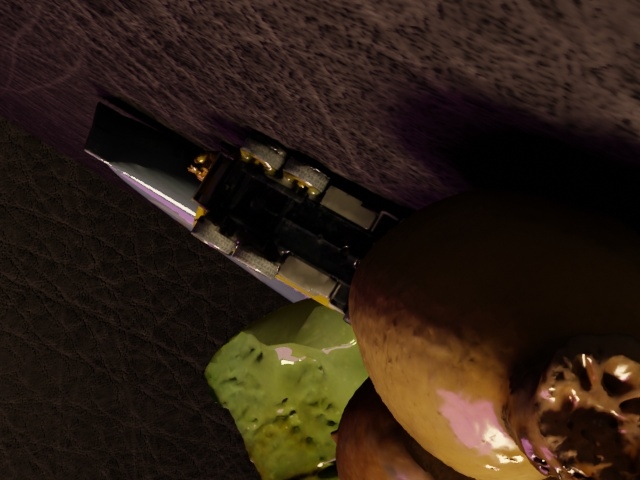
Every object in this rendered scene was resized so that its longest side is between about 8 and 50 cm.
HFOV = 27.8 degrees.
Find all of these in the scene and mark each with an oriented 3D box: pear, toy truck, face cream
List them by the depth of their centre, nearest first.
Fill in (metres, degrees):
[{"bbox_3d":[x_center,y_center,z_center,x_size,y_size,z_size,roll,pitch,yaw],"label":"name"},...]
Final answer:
[{"bbox_3d":[0.000,0.000,1.020,0.227,0.098,0.114,29,175,19],"label":"toy truck"},{"bbox_3d":[0.114,0.171,1.132,0.238,0.318,0.342,-1,-122,-57],"label":"pear"},{"bbox_3d":[-0.074,-0.015,1.340,0.385,0.086,0.135,33,-161,-17],"label":"face cream"}]

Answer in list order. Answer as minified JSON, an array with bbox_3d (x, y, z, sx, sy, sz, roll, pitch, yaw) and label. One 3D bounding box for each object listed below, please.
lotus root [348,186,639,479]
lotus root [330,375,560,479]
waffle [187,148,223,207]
[{"bbox_3d":[0.090,0.038,0.639,0.303,0.146,0.131,-142,31,-81],"label":"lotus root"},{"bbox_3d":[0.164,0.156,0.847,0.316,0.316,0.250,28,172,11],"label":"lotus root"},{"bbox_3d":[-0.035,-0.015,1.200,0.197,0.070,0.193,28,175,11],"label":"waffle"}]
